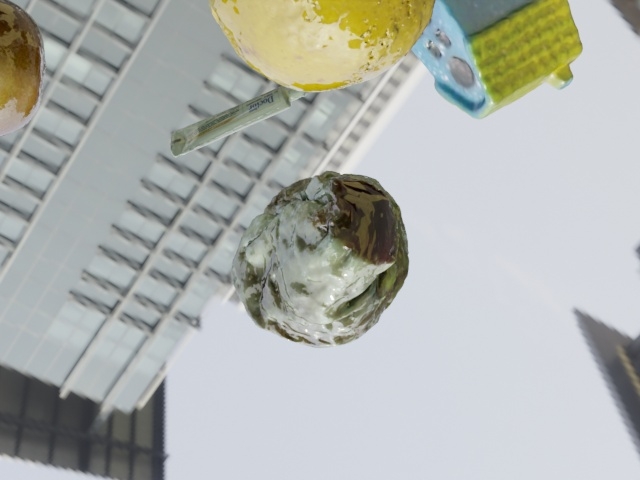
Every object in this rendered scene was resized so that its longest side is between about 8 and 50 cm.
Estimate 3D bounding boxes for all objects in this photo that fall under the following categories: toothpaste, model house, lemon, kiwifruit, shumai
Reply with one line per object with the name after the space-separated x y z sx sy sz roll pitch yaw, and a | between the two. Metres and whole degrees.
-0.136 -0.206 1.891 0.067 0.255 0.037 -100 -17 -45 | toothpaste
0.310 -0.374 2.035 0.237 0.215 0.303 -32 -101 -20 | model house
-0.003 -0.305 1.347 0.257 0.310 0.258 6 -100 -35 | lemon
-0.460 -0.221 1.413 0.233 0.196 0.196 10 -147 -15 | kiwifruit
0.000 0.000 1.837 0.303 0.263 0.309 -3 -110 -2 | shumai
